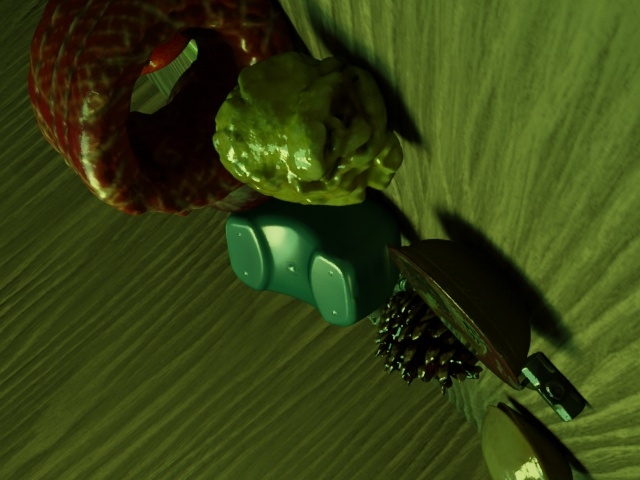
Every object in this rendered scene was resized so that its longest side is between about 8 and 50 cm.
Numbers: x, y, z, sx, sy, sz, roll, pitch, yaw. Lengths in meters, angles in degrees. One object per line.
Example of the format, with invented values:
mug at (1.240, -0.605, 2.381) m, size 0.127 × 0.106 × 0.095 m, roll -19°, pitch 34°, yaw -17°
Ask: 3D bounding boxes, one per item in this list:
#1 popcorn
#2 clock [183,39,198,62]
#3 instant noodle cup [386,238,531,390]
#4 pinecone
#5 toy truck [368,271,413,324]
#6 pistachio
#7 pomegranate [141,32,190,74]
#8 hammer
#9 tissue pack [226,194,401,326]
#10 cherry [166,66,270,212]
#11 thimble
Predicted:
popcorn at (-0.011, -0.122, 1.355) m, size 0.226 × 0.200 × 0.203 m, roll 48°, pitch -179°, yaw -22°
clock at (-0.182, -0.322, 1.991) m, size 0.170 × 0.069 × 0.232 m, roll 47°, pitch 176°, yaw 1°
instant noodle cup at (0.214, 0.080, 1.573) m, size 0.274 × 0.091 × 0.274 m, roll 48°, pitch 175°, yaw 5°
pinecone at (0.200, 0.185, 2.082) m, size 0.204 × 0.179 × 0.184 m, roll 32°, pitch -162°, yaw -3°
toy truck at (0.078, 0.077, 2.183) m, size 0.256 × 0.140 × 0.108 m, roll 21°, pitch -162°, yaw -50°
pistachio at (0.418, 0.448, 2.364) m, size 0.260 × 0.162 × 0.213 m, roll 60°, pitch 159°, yaw 24°
pomegranate at (-0.308, -0.388, 1.792) m, size 0.221 × 0.220 × 0.257 m, roll 128°, pitch 134°, yaw -85°
hammer at (0.349, 0.234, 1.907) m, size 0.111 × 0.043 × 0.365 m, roll 47°, pitch 176°, yaw 1°
tissue pack at (0.000, 0.000, 1.939) m, size 0.287 × 0.206 × 0.198 m, roll 20°, pitch 137°, yaw 29°
cherry at (-0.141, -0.165, 1.820) m, size 0.230 × 0.203 × 0.300 m, roll 18°, pitch 128°, yaw 6°
thimble at (-0.207, -0.217, 1.521) m, size 0.230 × 0.350 × 0.350 m, roll 42°, pitch 172°, yaw 44°
